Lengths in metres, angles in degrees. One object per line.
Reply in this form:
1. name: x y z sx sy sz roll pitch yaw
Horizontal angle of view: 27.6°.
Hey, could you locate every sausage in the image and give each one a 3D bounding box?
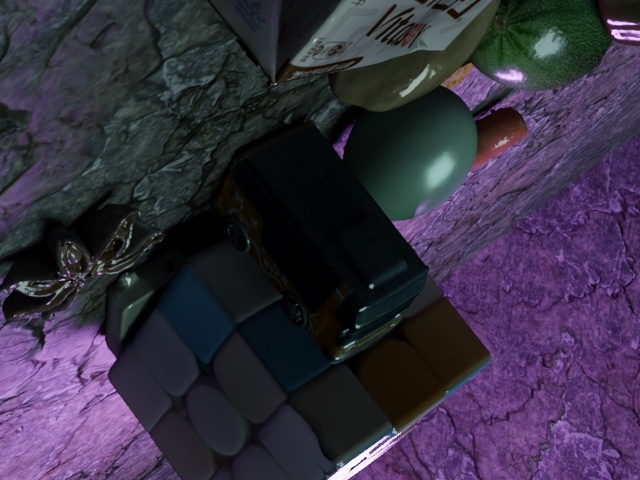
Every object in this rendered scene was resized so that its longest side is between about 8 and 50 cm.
1. sausage: 0.210 -0.134 2.197 0.327 0.079 0.087 -29 167 -22

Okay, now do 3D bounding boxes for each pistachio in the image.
1. pistachio: 0.103 -0.231 1.439 0.226 0.136 0.136 -42 168 0

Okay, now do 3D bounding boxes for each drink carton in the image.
1. drink carton: 0.064 -0.261 1.187 0.194 0.132 0.324 -43 167 34

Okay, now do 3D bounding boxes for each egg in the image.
1. egg: 0.119 -0.119 1.779 0.168 0.168 0.231 -27 164 -38

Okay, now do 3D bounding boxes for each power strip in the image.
1. power strip: -0.248 0.093 1.861 0.118 0.046 0.270 -31 166 -21

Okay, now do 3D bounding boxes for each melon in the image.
1. melon: 0.266 -0.271 1.586 0.182 0.182 0.288 -41 166 22

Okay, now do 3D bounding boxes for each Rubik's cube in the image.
1. Rubik's cube: -0.036 0.179 1.864 0.344 0.347 0.346 -27 166 -41

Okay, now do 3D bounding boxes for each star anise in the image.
1. star anise: -0.283 0.020 1.466 0.208 0.063 0.172 -36 164 13

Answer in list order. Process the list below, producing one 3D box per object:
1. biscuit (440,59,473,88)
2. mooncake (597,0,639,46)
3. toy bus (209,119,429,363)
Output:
1. biscuit: 0.186 -0.238 1.874 0.083 0.018 0.081 -28 166 -32
2. mooncake: 0.432 -0.355 1.499 0.290 0.161 0.290 -41 139 -50
3. toy bus: 0.000 0.000 1.649 0.138 0.275 0.167 -29 164 -31
